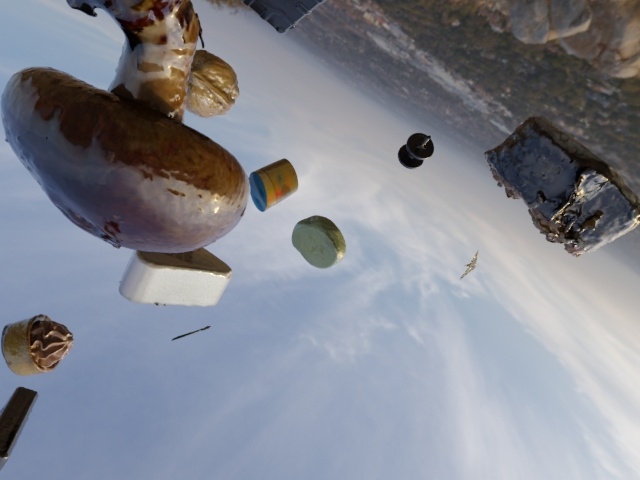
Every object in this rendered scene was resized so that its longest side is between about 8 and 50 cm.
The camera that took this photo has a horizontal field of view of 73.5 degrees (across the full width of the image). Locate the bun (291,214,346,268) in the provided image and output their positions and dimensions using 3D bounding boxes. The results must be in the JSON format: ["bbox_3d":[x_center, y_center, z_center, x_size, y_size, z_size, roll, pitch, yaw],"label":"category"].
[{"bbox_3d":[-0.002,-0.002,1.631,0.221,0.221,0.108,36,-135,4],"label":"bun"}]

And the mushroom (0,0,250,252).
[{"bbox_3d":[-0.260,-0.165,0.610,0.331,0.355,0.334,3,172,17],"label":"mushroom"}]

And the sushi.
[{"bbox_3d":[0.544,-0.116,0.970,0.348,0.207,0.234,43,-148,1],"label":"sushi"}]

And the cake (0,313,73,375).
[{"bbox_3d":[-0.915,0.332,1.419,0.185,0.178,0.207,81,164,-50],"label":"cake"}]

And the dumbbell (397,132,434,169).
[{"bbox_3d":[0.229,-0.215,1.032,0.069,0.069,0.147,34,162,-1],"label":"dumbbell"}]

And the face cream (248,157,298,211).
[{"bbox_3d":[-0.167,-0.205,1.542,0.285,0.067,0.139,-46,-62,-61],"label":"face cream"}]

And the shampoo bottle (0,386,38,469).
[{"bbox_3d":[-0.763,0.482,1.018,0.071,0.098,0.309,36,-177,-25],"label":"shampoo bottle"}]

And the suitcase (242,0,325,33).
[{"bbox_3d":[-0.090,-0.620,1.010,0.206,0.066,0.286,29,165,-30],"label":"suitcase"}]

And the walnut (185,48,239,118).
[{"bbox_3d":[-0.353,-0.476,1.316,0.198,0.198,0.245,36,-175,5],"label":"walnut"}]

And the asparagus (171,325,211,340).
[{"bbox_3d":[-0.537,0.386,1.783,0.166,0.013,0.016,-16,-164,-26],"label":"asparagus"}]

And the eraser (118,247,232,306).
[{"bbox_3d":[-0.484,0.066,1.347,0.332,0.149,0.331,27,-168,-6],"label":"eraser"}]

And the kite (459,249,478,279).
[{"bbox_3d":[0.519,0.085,1.478,0.090,0.122,0.004,9,-159,-48],"label":"kite"}]
